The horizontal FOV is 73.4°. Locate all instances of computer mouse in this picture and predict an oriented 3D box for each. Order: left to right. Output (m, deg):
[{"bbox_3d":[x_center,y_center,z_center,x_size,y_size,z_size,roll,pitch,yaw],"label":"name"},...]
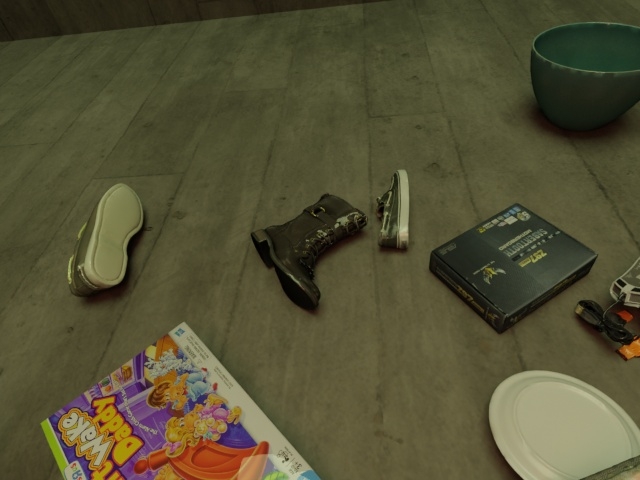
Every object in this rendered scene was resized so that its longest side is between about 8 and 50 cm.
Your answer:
[{"bbox_3d":[0.515,0.081,0.690,0.193,0.042,0.106,-40,19,2],"label":"computer mouse"}]

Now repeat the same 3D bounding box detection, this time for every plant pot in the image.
[{"bbox_3d":[0.668,-0.392,1.077,0.291,0.195,0.290,-5,45,5],"label":"plant pot"}]

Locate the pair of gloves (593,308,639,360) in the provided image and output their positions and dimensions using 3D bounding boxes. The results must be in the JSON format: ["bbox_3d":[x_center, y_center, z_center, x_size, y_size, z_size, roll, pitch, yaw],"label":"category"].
[{"bbox_3d":[0.496,0.150,0.700,0.074,0.010,0.083,-19,45,-9],"label":"pair of gloves"}]

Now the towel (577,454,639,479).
[{"bbox_3d":[0.278,0.382,0.359,0.324,0.056,0.312,-32,60,10],"label":"towel"}]

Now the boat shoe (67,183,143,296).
[{"bbox_3d":[-0.472,-0.010,0.945,0.091,0.109,0.304,-29,42,19],"label":"boat shoe"}]

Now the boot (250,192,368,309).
[{"bbox_3d":[0.000,0.000,0.872,0.229,0.091,0.263,-27,46,-16],"label":"boot"}]

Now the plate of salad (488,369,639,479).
[{"bbox_3d":[0.333,0.267,0.586,0.200,0.048,0.199,0,37,0],"label":"plate of salad"}]

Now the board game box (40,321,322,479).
[{"bbox_3d":[-0.182,0.298,0.569,0.233,0.078,0.347,-37,51,-25],"label":"board game box"}]

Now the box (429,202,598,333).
[{"bbox_3d":[0.351,0.040,0.797,0.233,0.059,0.183,-27,49,-16],"label":"box"}]

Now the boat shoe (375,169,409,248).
[{"bbox_3d":[0.155,-0.076,0.931,0.070,0.077,0.219,2,48,9],"label":"boat shoe"}]
